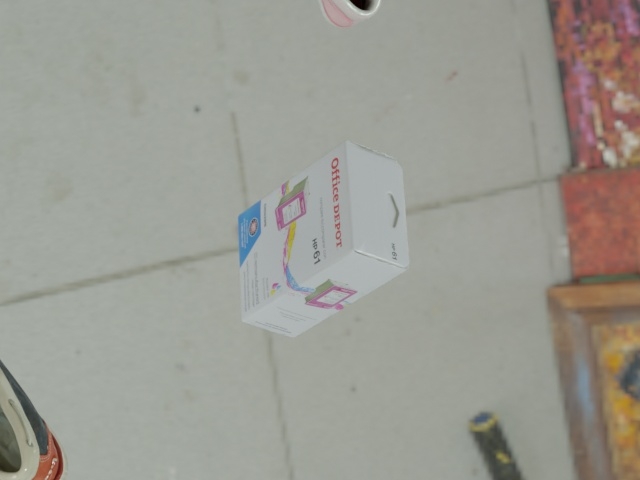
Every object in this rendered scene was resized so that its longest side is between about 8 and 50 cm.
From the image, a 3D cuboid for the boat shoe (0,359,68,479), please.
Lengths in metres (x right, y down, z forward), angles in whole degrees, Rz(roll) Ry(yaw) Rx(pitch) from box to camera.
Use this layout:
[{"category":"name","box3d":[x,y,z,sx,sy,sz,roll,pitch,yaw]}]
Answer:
[{"category":"boat shoe","box3d":[-0.174,0.070,0.754,0.049,0.137,0.043,-46,159,-1]}]

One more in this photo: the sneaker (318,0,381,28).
[{"category":"sneaker","box3d":[0.011,-0.232,1.250,0.051,0.070,0.134,-27,104,-16]}]

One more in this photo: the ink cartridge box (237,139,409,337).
[{"category":"ink cartridge box","box3d":[0.000,0.000,1.082,0.052,0.122,0.088,20,52,-36]}]
